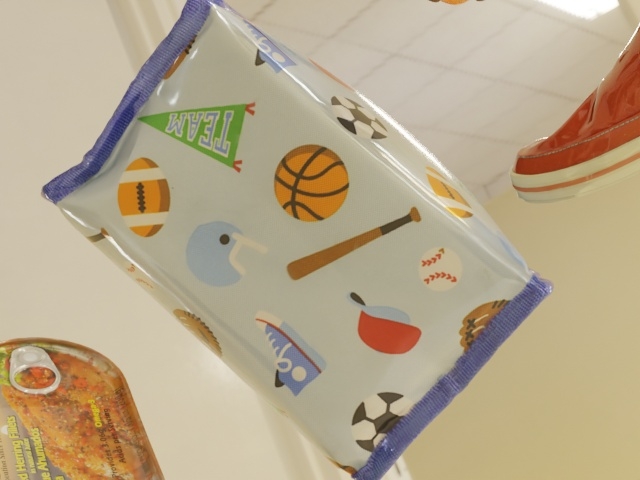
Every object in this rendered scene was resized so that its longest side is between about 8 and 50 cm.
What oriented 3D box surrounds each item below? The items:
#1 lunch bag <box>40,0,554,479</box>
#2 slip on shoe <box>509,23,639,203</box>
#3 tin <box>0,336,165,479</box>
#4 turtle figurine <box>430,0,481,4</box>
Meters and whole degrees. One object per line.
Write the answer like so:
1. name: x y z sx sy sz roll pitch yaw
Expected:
1. lunch bag: 0.000 0.000 0.902 0.239 0.328 0.385 -48 176 10
2. slip on shoe: 0.241 -0.125 0.663 0.331 0.101 0.123 -37 177 43
3. tin: -0.153 0.122 0.601 0.106 0.189 0.040 2 120 -26
4. turtle figurine: 0.101 -0.197 0.678 0.270 0.087 0.217 -2 -150 29
